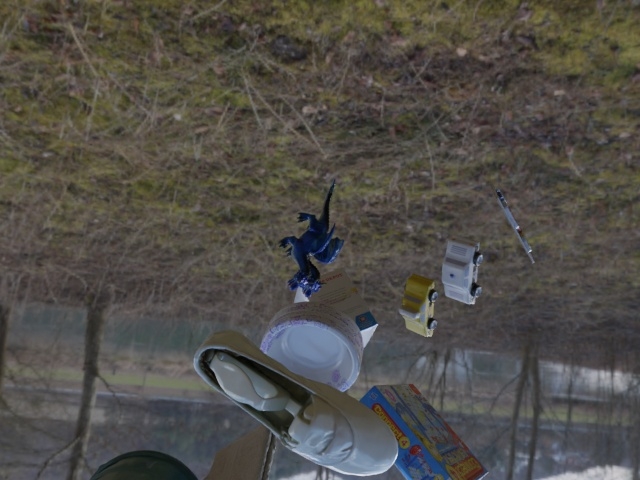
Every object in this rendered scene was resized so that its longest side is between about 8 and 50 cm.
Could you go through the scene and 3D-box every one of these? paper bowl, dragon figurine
[{"bbox_3d":[-0.018,0.297,1.606,0.284,0.284,0.148,2,-152,11],"label":"paper bowl"},{"bbox_3d":[0.000,0.000,1.336,0.144,0.289,0.085,26,161,33],"label":"dragon figurine"}]

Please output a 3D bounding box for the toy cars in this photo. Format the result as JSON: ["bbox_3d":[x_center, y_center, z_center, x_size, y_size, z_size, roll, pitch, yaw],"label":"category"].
[{"bbox_3d":[0.325,0.145,1.593,0.087,0.176,0.394,-21,159,-39],"label":"toy cars"}]

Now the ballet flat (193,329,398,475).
[{"bbox_3d":[-0.059,0.289,0.972,0.400,0.139,0.139,30,170,15],"label":"ballet flat"}]

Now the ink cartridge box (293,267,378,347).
[{"bbox_3d":[0.041,0.244,1.843,0.171,0.233,0.168,-17,150,-24],"label":"ink cartridge box"}]

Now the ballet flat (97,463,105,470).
[{"bbox_3d":[-0.515,0.580,1.361,0.041,0.041,0.114,12,180,-25],"label":"ballet flat"}]

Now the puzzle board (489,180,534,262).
[{"bbox_3d":[0.320,-0.034,0.939,0.011,0.128,0.096,-30,-166,18],"label":"puzzle board"}]

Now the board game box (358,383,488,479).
[{"bbox_3d":[0.258,0.508,1.426,0.302,0.086,0.308,48,-169,27],"label":"board game box"}]

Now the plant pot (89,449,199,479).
[{"bbox_3d":[-0.441,0.650,1.173,0.341,0.341,0.334,3,173,9],"label":"plant pot"}]

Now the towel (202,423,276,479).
[{"bbox_3d":[-0.183,0.522,1.202,0.187,0.282,0.049,-37,109,19],"label":"towel"}]
